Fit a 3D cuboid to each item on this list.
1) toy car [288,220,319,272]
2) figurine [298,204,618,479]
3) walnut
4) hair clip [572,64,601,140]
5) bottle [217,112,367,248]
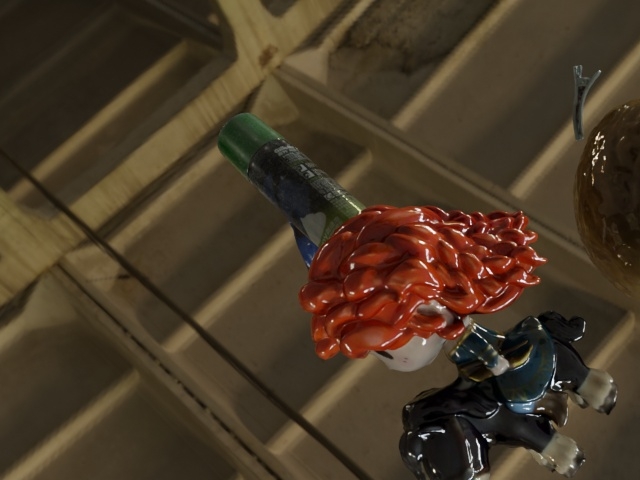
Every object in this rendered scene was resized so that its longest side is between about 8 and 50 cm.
[{"bbox_3d":[0.000,0.000,1.526,0.103,0.216,0.063,-19,-175,40],"label":"toy car"},{"bbox_3d":[0.170,0.132,1.114,0.306,0.241,0.411,-30,-87,8],"label":"figurine"},{"bbox_3d":[0.519,-0.063,1.287,0.333,0.333,0.332,-10,-124,15],"label":"walnut"},{"bbox_3d":[0.405,-0.209,1.374,0.039,0.115,0.030,11,-160,35],"label":"hair clip"},{"bbox_3d":[-0.037,-0.083,1.380,0.093,0.093,0.330,-41,-126,-8],"label":"bottle"}]
